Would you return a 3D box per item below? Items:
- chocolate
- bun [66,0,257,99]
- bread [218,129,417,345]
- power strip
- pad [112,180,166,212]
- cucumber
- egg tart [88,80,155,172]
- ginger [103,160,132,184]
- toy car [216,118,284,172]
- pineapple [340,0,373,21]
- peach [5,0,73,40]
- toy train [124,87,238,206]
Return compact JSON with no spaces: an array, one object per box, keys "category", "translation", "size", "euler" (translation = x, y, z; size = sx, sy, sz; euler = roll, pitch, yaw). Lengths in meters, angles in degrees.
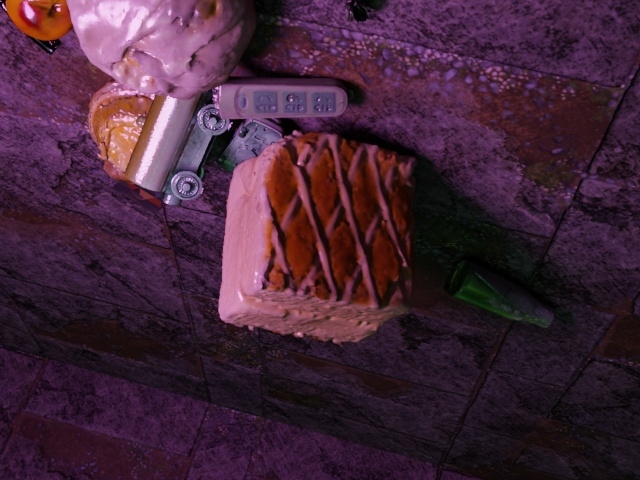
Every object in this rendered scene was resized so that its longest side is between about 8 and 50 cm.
[{"category":"chocolate","translation":[0.464,0.146,2.072],"size":[0.291,0.110,0.110],"euler":[24,148,-15]},{"category":"bun","translation":[-0.301,-0.403,1.485],"size":[0.365,0.219,0.365],"euler":[10,147,6]},{"category":"bread","translation":[0.000,0.000,1.745],"size":[0.371,0.390,0.279],"euler":[13,159,-21]},{"category":"power strip","translation":[-0.075,-0.287,1.648],"size":[0.286,0.048,0.080],"euler":[0,129,-1]},{"category":"pad","translation":[-0.456,-0.139,2.178],"size":[0.143,0.003,0.211],"euler":[33,146,-23]},{"category":"cucumber","translation":[-0.627,-0.460,1.732],"size":[0.043,0.039,0.163],"euler":[-31,129,25]},{"category":"egg tart","translation":[-0.418,-0.228,1.875],"size":[0.290,0.107,0.291],"euler":[8,133,9]},{"category":"ginger","translation":[-0.454,-0.184,2.037],"size":[0.205,0.081,0.115],"euler":[12,158,12]},{"category":"toy car","translation":[-0.157,-0.218,1.833],"size":[0.090,0.076,0.224],"euler":[24,150,-18]},{"category":"pineapple","translation":[0.051,-0.438,1.395],"size":[0.074,0.074,0.159],"euler":[6,149,19]},{"category":"peach","translation":[-0.551,-0.463,1.607],"size":[0.138,0.138,0.138],"euler":[13,148,8]},{"category":"toy train","translation":[-0.301,-0.220,1.751],"size":[0.189,0.126,0.307],"euler":[19,112,-22]}]
